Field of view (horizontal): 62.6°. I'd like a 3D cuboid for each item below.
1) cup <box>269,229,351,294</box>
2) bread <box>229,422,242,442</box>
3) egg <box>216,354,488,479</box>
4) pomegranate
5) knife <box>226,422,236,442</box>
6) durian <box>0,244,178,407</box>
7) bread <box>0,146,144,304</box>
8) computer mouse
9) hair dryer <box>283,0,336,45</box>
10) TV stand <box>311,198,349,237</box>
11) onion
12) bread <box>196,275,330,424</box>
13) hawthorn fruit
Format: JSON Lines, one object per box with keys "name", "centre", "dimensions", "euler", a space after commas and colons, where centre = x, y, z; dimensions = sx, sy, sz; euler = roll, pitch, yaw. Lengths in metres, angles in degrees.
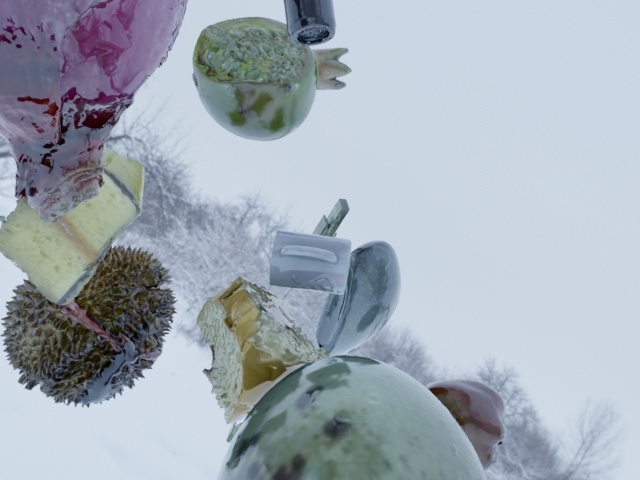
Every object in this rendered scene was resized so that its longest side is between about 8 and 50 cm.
{"name": "cup", "centre": [-0.019, 0.042, 0.888], "dimensions": [0.133, 0.099, 0.136], "euler": [9, 15, 1]}
{"name": "bread", "centre": [-0.182, 0.524, 1.359], "dimensions": [0.110, 0.060, 0.066], "euler": [39, -14, -3]}
{"name": "egg", "centre": [0.038, 0.333, 0.663], "dimensions": [0.345, 0.345, 0.428], "euler": [38, 14, -15]}
{"name": "pomegranate", "centre": [-0.110, -0.349, 1.193], "dimensions": [0.216, 0.359, 0.309], "euler": [105, -32, -43]}
{"name": "knife", "centre": [-0.201, 0.417, 1.358], "dimensions": [0.014, 0.207, 0.030], "euler": [26, -28, -13]}
{"name": "durian", "centre": [-0.498, 0.172, 1.154], "dimensions": [0.347, 0.384, 0.347], "euler": [43, -16, 15]}
{"name": "bread", "centre": [-0.409, -0.030, 0.902], "dimensions": [0.178, 0.266, 0.142], "euler": [52, 21, 13]}
{"name": "computer mouse", "centre": [0.093, 0.169, 1.233], "dimensions": [0.114, 0.203, 0.373], "euler": [38, -47, 28]}
{"name": "hair dryer", "centre": [-0.083, -0.328, 0.651], "dimensions": [0.255, 0.128, 0.070], "euler": [-6, -5, -44]}
{"name": "TV stand", "centre": [0.000, 0.000, 1.264], "dimensions": [0.042, 0.249, 0.036], "euler": [13, 41, -23]}
{"name": "onion", "centre": [-0.215, -0.191, 0.354], "dimensions": [0.159, 0.267, 0.348], "euler": [137, -58, -89]}
{"name": "bread", "centre": [-0.084, 0.151, 0.881], "dimensions": [0.183, 0.224, 0.211], "euler": [53, -39, 23]}
{"name": "hawthorn fruit", "centre": [0.290, 0.404, 1.200], "dimensions": [0.248, 0.208, 0.208], "euler": [19, -13, 17]}
